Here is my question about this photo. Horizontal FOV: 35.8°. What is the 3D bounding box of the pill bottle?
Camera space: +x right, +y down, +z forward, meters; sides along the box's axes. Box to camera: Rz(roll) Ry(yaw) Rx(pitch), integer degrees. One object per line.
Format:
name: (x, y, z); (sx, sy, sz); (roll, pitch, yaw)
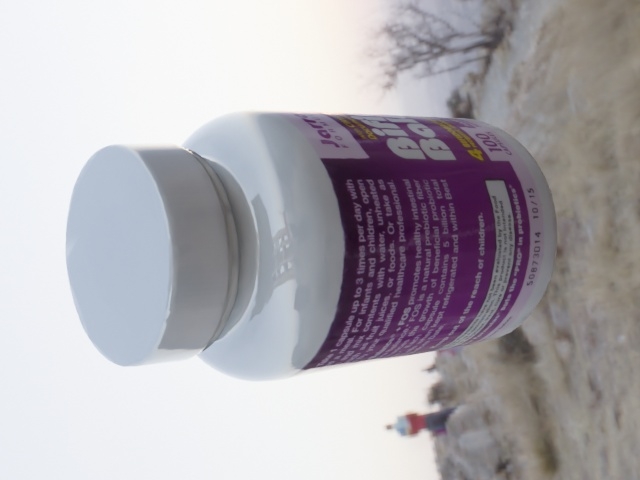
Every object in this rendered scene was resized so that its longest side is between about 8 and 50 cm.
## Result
pill bottle: (0.000, 0.000, 0.641); (0.301, 0.169, 0.169); (-4, -102, -40)
